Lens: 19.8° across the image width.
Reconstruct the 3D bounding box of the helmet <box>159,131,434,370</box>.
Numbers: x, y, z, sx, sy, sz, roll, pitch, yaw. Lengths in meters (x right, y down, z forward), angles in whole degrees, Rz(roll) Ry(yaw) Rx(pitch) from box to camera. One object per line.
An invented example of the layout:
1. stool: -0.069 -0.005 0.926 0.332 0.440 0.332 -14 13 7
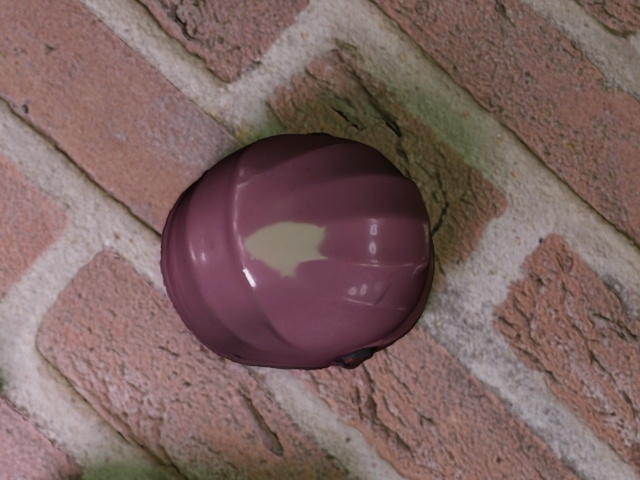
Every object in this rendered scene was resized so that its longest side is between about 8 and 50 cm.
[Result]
1. helmet: 0.000 0.000 2.019 0.338 0.197 0.271 -3 77 -18
